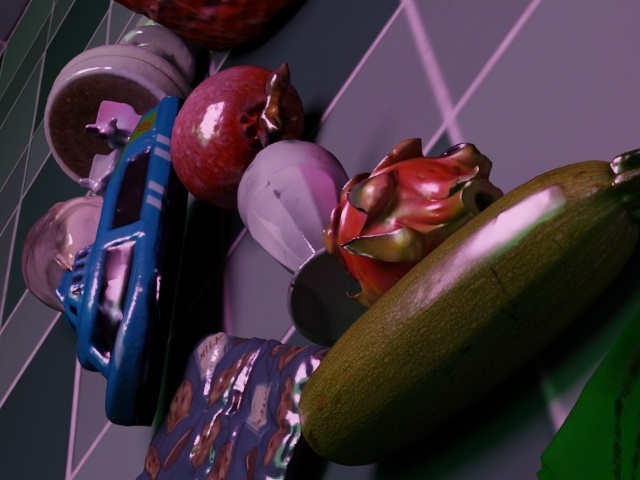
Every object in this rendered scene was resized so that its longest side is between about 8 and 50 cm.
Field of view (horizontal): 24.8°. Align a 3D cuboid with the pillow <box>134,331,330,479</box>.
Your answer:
[{"bbox_3d":[-0.069,0.145,0.896,0.189,0.034,0.255,-65,19,-10],"label":"pillow"}]

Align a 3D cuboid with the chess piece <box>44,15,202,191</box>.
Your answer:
[{"bbox_3d":[-0.162,-0.161,1.377,0.139,0.139,0.272,-51,14,30],"label":"chess piece"}]

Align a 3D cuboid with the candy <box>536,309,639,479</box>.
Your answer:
[{"bbox_3d":[0.135,0.051,0.453,0.203,0.078,0.141,-61,20,21],"label":"candy"}]

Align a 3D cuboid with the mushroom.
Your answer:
[{"bbox_3d":[-0.224,0.012,1.336,0.109,0.097,0.351,-68,18,-6],"label":"mushroom"}]

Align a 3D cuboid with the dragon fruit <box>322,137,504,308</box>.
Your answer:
[{"bbox_3d":[0.052,-0.008,0.712,0.086,0.081,0.116,-38,6,-40],"label":"dragon fruit"}]

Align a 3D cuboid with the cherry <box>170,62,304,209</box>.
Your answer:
[{"bbox_3d":[-0.045,-0.083,1.009,0.107,0.090,0.225,-57,11,-21],"label":"cherry"}]

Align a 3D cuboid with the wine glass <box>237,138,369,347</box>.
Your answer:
[{"bbox_3d":[0.000,0.000,0.850,0.073,0.073,0.155,-58,25,13],"label":"wine glass"}]

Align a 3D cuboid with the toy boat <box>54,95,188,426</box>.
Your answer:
[{"bbox_3d":[-0.152,0.012,1.096,0.299,0.092,0.134,-87,6,-51],"label":"toy boat"}]

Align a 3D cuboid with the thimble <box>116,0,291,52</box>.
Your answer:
[{"bbox_3d":[-0.097,-0.347,1.269,0.350,0.230,0.350,-51,25,34],"label":"thimble"}]

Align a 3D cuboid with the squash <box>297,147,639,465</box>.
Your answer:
[{"bbox_3d":[0.065,0.034,0.651,0.252,0.066,0.066,-45,27,39],"label":"squash"}]
